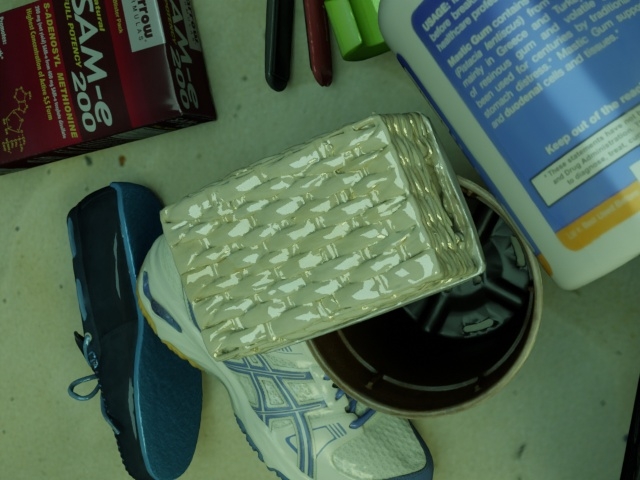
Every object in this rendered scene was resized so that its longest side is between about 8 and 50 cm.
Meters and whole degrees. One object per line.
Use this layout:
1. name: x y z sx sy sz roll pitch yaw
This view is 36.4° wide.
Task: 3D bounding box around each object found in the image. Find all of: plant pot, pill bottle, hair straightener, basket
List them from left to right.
1. hair straightener: -0.044 -0.235 0.795 0.089 0.047 0.230 -5 93 19
2. basket: 0.000 0.000 0.596 0.167 0.103 0.113 -22 86 20
3. plant pot: 0.087 0.028 0.711 0.167 0.165 0.167 2 96 19
4. pill bottle: 0.130 -0.120 0.578 0.152 0.152 0.272 -36 82 18

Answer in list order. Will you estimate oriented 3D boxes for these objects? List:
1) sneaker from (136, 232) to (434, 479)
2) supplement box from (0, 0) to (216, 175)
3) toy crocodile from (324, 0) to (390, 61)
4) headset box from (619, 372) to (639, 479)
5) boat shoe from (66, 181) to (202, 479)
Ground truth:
1. sneaker: -0.016 0.088 0.755 0.296 0.112 0.131 42 129 4
2. supplement box: -0.222 -0.141 0.851 0.239 0.073 0.130 -12 90 18
3. toy crocodile: 0.171 -0.186 0.687 0.340 0.105 0.115 -2 104 19
4. headset box: 0.263 0.141 0.619 0.131 0.246 0.283 10 99 17
5. boat shoe: -0.165 0.082 0.849 0.089 0.109 0.258 -15 73 26
